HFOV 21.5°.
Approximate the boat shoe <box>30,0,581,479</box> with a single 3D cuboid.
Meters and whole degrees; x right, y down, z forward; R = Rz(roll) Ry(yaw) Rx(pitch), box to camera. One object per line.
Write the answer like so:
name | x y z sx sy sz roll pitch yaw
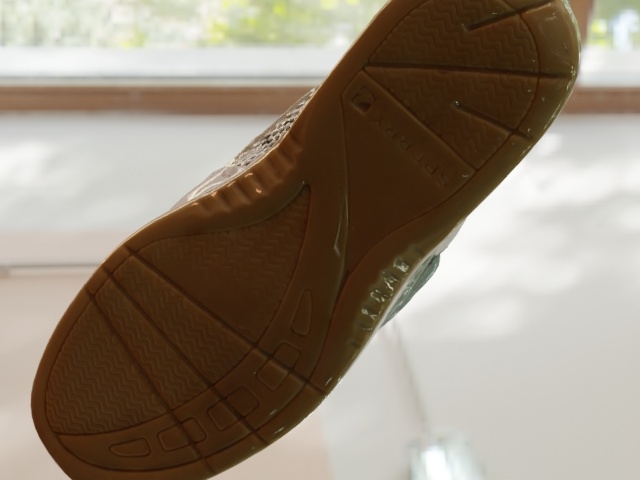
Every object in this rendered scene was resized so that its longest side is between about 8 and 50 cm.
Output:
boat shoe | 0.000 0.000 0.669 0.098 0.277 0.096 49 18 3
